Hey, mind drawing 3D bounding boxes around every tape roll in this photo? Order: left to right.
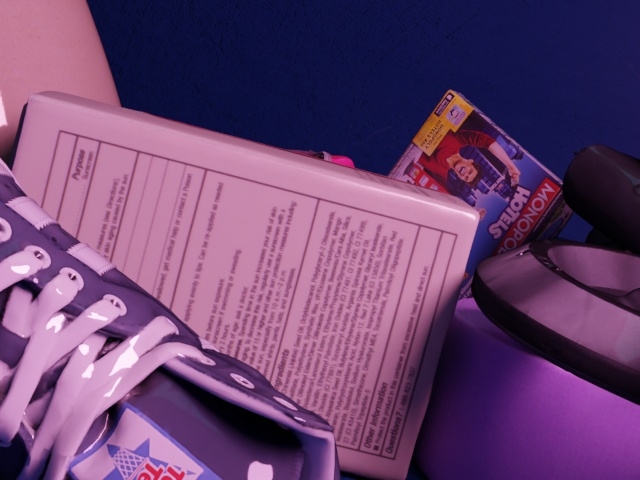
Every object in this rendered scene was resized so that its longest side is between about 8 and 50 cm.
[{"bbox_3d":[0.194,0.114,0.736,0.275,0.090,0.275,15,8,-2],"label":"tape roll"}]

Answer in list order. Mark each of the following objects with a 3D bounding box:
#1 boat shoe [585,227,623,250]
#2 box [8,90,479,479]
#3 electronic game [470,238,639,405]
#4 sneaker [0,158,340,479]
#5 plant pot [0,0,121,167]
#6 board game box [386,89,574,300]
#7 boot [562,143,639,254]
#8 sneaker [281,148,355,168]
[{"bbox_3d":[0.431,0.078,1.061,0.500,0.187,0.156,11,47,-11],"label":"boat shoe"},{"bbox_3d":[-0.052,0.020,0.705,0.232,0.148,0.127,15,6,-5],"label":"box"},{"bbox_3d":[0.182,0.052,0.627,0.229,0.048,0.229,16,11,-3],"label":"electronic game"},{"bbox_3d":[-0.100,0.032,0.407,0.282,0.099,0.153,45,-9,-37],"label":"sneaker"},{"bbox_3d":[-0.265,-0.160,0.859,0.256,0.274,0.256,-7,8,1],"label":"plant pot"},{"bbox_3d":[0.133,0.006,1.139,0.194,0.194,0.060,45,22,24],"label":"board game box"},{"bbox_3d":[0.313,-0.007,0.915,0.246,0.094,0.207,-1,31,-17],"label":"boot"},{"bbox_3d":[-0.032,-0.024,1.050,0.112,0.121,0.299,-28,6,9],"label":"sneaker"}]
